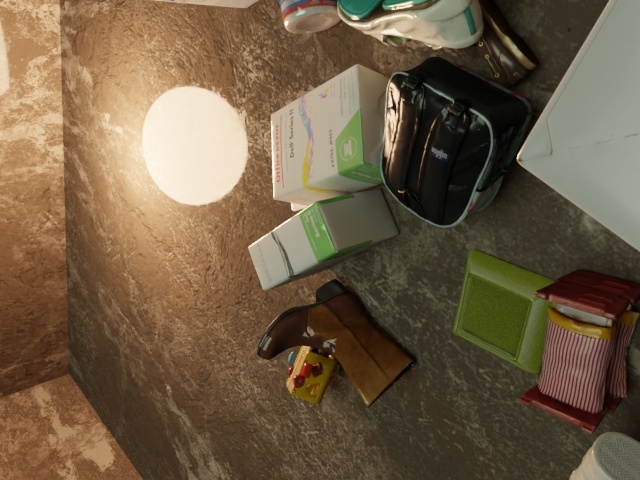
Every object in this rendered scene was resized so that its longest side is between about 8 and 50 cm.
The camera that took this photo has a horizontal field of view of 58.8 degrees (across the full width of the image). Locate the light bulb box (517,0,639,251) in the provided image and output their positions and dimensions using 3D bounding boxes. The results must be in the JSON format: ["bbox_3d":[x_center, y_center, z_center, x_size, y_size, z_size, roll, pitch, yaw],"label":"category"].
[{"bbox_3d":[0.425,-0.071,0.438,0.358,0.361,0.225,47,132,30],"label":"light bulb box"}]

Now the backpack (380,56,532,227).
[{"bbox_3d":[0.215,-0.159,0.961,0.225,0.191,0.254,39,139,31],"label":"backpack"}]

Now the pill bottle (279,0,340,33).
[{"bbox_3d":[-0.033,-0.552,1.160,0.124,0.124,0.222,-8,94,48],"label":"pill bottle"}]

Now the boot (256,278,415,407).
[{"bbox_3d":[0.027,0.261,1.278,0.280,0.264,0.096,49,160,26],"label":"boot"}]

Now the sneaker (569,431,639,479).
[{"bbox_3d":[0.489,0.410,0.786,0.292,0.108,0.169,44,154,31],"label":"sneaker"}]

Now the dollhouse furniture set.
[{"bbox_3d":[0.498,0.187,0.799,0.374,0.152,0.201,15,113,44],"label":"dollhouse furniture set"}]

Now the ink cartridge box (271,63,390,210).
[{"bbox_3d":[0.001,-0.197,1.204,0.353,0.119,0.207,-16,72,48],"label":"ink cartridge box"}]

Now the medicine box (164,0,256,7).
[{"bbox_3d":[-0.260,-0.675,1.244,0.149,0.289,0.264,-8,96,48],"label":"medicine box"}]

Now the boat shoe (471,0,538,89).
[{"bbox_3d":[0.271,-0.345,0.938,0.073,0.073,0.207,-40,72,43],"label":"boat shoe"}]

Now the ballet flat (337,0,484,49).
[{"bbox_3d":[0.145,-0.395,0.996,0.400,0.139,0.139,-133,44,-59],"label":"ballet flat"}]

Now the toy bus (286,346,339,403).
[{"bbox_3d":[-0.007,0.301,1.411,0.104,0.191,0.202,24,132,-11],"label":"toy bus"}]

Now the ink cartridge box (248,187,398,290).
[{"bbox_3d":[0.000,0.000,1.242,0.272,0.198,0.115,-29,80,47],"label":"ink cartridge box"}]

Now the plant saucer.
[{"bbox_3d":[0.328,0.135,1.046,0.188,0.045,0.188,25,119,40],"label":"plant saucer"}]
